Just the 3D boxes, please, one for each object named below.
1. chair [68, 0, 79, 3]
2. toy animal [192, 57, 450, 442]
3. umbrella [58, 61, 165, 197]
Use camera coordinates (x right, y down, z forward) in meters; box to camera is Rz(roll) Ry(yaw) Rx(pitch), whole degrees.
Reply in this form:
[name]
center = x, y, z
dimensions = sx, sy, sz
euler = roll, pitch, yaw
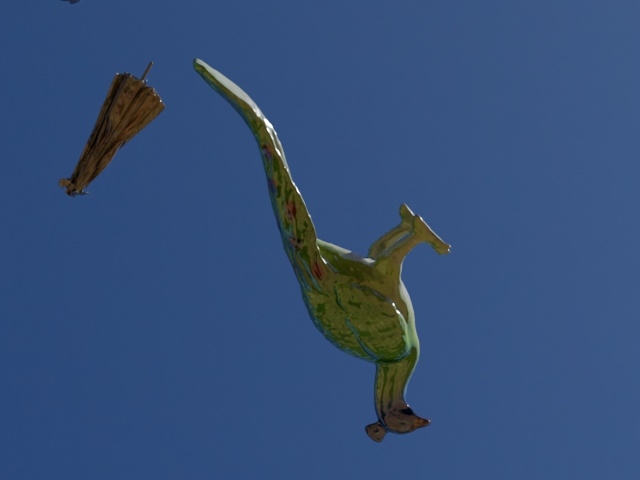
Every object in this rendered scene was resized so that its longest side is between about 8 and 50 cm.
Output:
[chair]
center = -0.387, 0.002, 0.767
dimensions = 0.410, 0.365, 0.362
euler = 26, -63, 20
[toy animal]
center = 0.015, -0.007, 0.922
dimensions = 0.075, 0.041, 0.217
euler = -28, -69, -9
[umbrella]
center = -0.110, -0.058, 1.008
dimensions = 0.031, 0.020, 0.083
euler = 34, -96, -29
